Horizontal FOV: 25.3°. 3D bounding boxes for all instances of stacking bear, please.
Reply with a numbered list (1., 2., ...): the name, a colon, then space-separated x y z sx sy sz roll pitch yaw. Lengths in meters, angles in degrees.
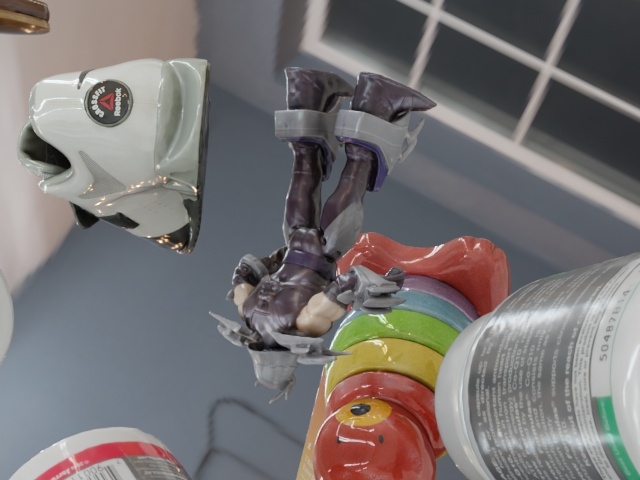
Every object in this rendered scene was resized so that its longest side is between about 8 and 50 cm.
1. stacking bear: 0.071 0.142 1.335 0.289 0.175 0.164 -66 -27 -50

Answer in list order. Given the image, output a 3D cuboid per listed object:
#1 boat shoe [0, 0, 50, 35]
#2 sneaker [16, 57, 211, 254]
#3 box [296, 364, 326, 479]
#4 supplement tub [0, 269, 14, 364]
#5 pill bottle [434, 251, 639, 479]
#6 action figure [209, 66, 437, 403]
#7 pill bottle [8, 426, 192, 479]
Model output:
1. boat shoe: -0.380 -0.259 1.488 0.073 0.207 0.073 -13 75 57
2. sneaker: -0.159 -0.071 1.127 0.330 0.146 0.122 104 169 -75
3. box: 0.051 0.250 1.701 0.130 0.091 0.170 42 124 56
4. supplement tub: -0.582 0.098 1.886 0.193 0.316 0.193 -13 -76 -62
5. pill bottle: 0.230 0.116 1.075 0.204 0.204 0.361 -58 11 -17
6. action figure: 0.000 0.000 1.196 0.099 0.185 0.285 23 -99 -49
7. pill bottle: -0.118 0.301 1.072 0.176 0.318 0.176 -20 -47 -24
